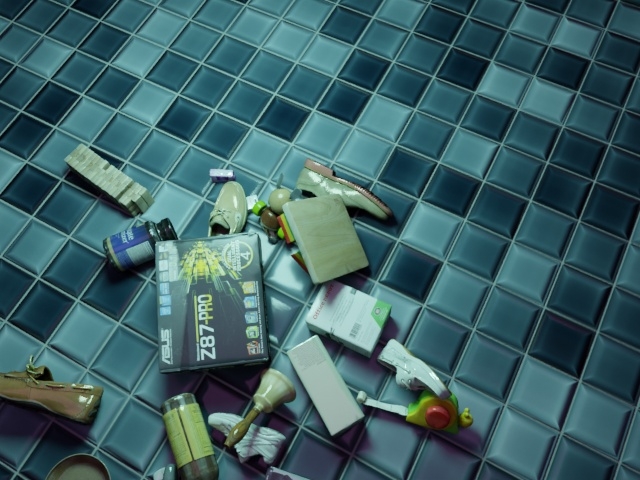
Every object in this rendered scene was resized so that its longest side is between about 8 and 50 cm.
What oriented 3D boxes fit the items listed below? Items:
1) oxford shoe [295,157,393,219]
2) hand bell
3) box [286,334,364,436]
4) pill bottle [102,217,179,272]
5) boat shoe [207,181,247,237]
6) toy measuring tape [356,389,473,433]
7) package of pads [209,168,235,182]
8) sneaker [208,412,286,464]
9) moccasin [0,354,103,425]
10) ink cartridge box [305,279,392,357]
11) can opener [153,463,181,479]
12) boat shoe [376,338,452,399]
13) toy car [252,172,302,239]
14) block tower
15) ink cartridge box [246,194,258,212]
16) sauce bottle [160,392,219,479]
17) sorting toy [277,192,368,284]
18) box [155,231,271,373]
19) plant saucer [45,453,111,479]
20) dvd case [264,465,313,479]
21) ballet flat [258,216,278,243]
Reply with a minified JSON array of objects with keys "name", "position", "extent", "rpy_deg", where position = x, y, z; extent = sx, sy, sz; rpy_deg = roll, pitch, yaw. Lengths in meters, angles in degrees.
[{"name":"oxford shoe","position":[0.078,-0.143,1.919],"extent":[0.348,0.123,0.130],"rpy_deg":[31,97,14]},{"name":"hand bell","position":[-0.184,0.482,1.580],"extent":[0.126,0.126,0.242],"rpy_deg":[31,44,15]},{"name":"box","position":[0.013,0.424,1.665],"extent":[0.113,0.094,0.275],"rpy_deg":[-27,68,-9]},{"name":"pill bottle","position":[-0.581,0.010,1.859],"extent":[0.219,0.123,0.123],"rpy_deg":[-24,67,-8]},{"name":"boat shoe","position":[-0.313,-0.060,1.869],"extent":[0.109,0.098,0.302],"rpy_deg":[5,75,14]},{"name":"toy measuring tape","position":[0.273,0.456,1.623],"extent":[0.330,0.121,0.121],"rpy_deg":[15,68,9]},{"name":"package of pads","position":[-0.341,-0.225,1.989],"extent":[0.083,0.050,0.032],"rpy_deg":[3,67,5]},{"name":"sneaker","position":[-0.223,0.566,1.619],"extent":[0.232,0.090,0.115],"rpy_deg":[18,72,11]},{"name":"moccasin","position":[-0.831,0.426,1.680],"extent":[0.379,0.139,0.147],"rpy_deg":[12,67,8]},{"name":"ink cartridge box","position":[0.086,0.235,1.744],"extent":[0.219,0.093,0.160],"rpy_deg":[24,69,14]},{"name":"can opener","position":[-0.410,0.757,1.547],"extent":[0.074,0.093,0.280],"rpy_deg":[-11,71,-3]},{"name":"boat shoe","position":[0.259,0.384,1.620],"extent":[0.096,0.098,0.277],"rpy_deg":[-42,30,-10]},{"name":"toy car","position":[-0.114,-0.127,1.844],"extent":[0.155,0.188,0.149],"rpy_deg":[41,48,19]},{"name":"block tower","position":[-0.738,-0.211,1.979],"extent":[0.335,0.097,0.091],"rpy_deg":[33,71,17]},{"name":"ink cartridge box","position":[-0.252,-0.120,1.950],"extent":[0.083,0.028,0.048],"rpy_deg":[-17,68,-4]},{"name":"sauce bottle","position":[-0.352,0.607,1.594],"extent":[0.111,0.111,0.344],"rpy_deg":[-21,67,-6]},{"name":"sorting toy","position":[0.000,0.000,1.770],"extent":[0.257,0.089,0.256],"rpy_deg":[-15,80,-50]},{"name":"box","position":[-0.322,0.184,1.710],"extent":[0.318,0.097,0.395],"rpy_deg":[-6,74,0]},{"name":"plant saucer","position":[-0.681,0.706,1.606],"extent":[0.198,0.036,0.199],"rpy_deg":[-1,66,2]},{"name":"dvd case","position":[-0.059,0.745,1.563],"extent":[0.238,0.029,0.179],"rpy_deg":[15,68,9]},{"name":"ballet flat","position":[-0.173,-0.044,1.908],"extent":[0.041,0.041,0.114],"rpy_deg":[-28,68,-9]}]
